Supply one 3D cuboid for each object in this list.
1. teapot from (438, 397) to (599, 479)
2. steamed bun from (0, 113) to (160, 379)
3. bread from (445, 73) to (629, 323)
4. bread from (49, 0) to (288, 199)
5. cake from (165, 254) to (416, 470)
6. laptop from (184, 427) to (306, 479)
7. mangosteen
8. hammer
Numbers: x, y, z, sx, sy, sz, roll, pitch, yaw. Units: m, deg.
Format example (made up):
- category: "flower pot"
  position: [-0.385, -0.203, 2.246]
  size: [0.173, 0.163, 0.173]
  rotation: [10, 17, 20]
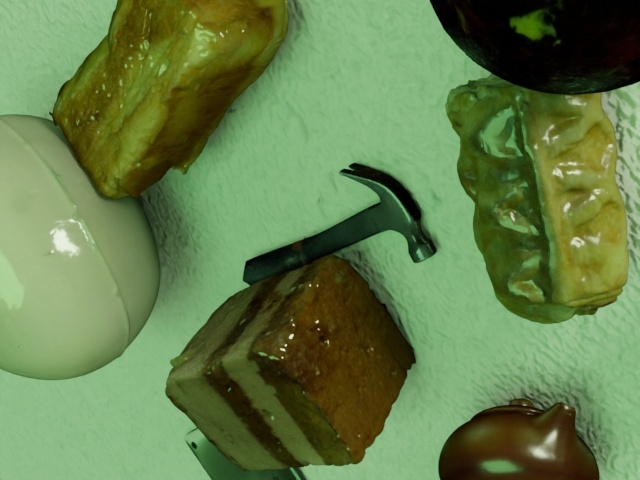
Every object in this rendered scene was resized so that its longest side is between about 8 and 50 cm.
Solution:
- category: "teapot"
  position: [0.221, 0.254, 1.035]
  size: [0.178, 0.135, 0.252]
  rotation: [22, 148, -9]
- category: "steamed bun"
  position: [-0.390, 0.011, 1.217]
  size: [0.334, 0.334, 0.374]
  rotation: [-31, 89, 40]
- category: "bread"
  position: [0.220, -0.045, 0.880]
  size: [0.152, 0.130, 0.268]
  rotation: [-7, 107, 28]
- category: "bread"
  position: [-0.184, -0.209, 1.075]
  size: [0.344, 0.149, 0.195]
  rotation: [-42, 74, 41]
- category: "cake"
  position: [-0.059, 0.160, 1.117]
  size: [0.293, 0.196, 0.199]
  rotation: [-17, 120, 42]
- category: "laptop"
  position: [-0.090, 0.385, 1.373]
  size: [0.187, 0.015, 0.269]
  rotation: [-35, 89, 40]
- category: "mangosteen"
  position: [0.216, -0.253, 0.708]
  size: [0.288, 0.288, 0.288]
  rotation: [15, 119, 29]
- category: "hammer"
  position: [0.000, 0.000, 1.113]
  size: [0.290, 0.037, 0.137]
  rotation: [-23, 97, 40]
